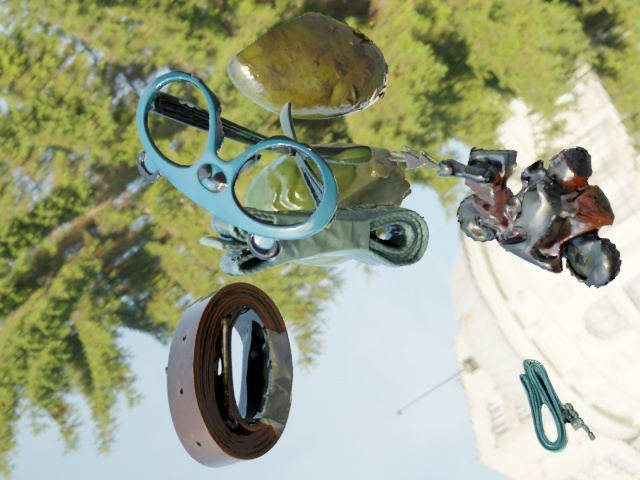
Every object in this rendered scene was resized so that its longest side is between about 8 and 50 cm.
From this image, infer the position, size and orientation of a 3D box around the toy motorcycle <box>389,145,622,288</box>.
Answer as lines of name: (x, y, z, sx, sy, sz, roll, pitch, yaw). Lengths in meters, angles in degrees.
toy motorcycle: (0.301, -0.077, 1.506, 0.401, 0.207, 0.134, 24, -150, 32)

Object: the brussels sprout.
brussels sprout: (0.005, -0.077, 1.802, 0.316, 0.274, 0.243, -13, -110, -20)

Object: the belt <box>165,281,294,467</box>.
belt: (-0.130, 0.197, 1.393, 0.184, 0.105, 0.262, 7, -111, -37)

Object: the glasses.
glasses: (-0.051, -0.106, 0.939, 0.239, 0.102, 0.207, 31, -135, 19)

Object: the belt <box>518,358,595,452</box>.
belt: (0.432, 0.301, 1.754, 0.065, 0.100, 0.179, 35, -145, -69)

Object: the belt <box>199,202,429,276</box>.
belt: (0.000, 0.000, 1.153, 0.302, 0.087, 0.072, -2, -168, -33)

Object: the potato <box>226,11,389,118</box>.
potato: (-0.015, -0.284, 1.534, 0.298, 0.141, 0.176, -5, -116, -40)
